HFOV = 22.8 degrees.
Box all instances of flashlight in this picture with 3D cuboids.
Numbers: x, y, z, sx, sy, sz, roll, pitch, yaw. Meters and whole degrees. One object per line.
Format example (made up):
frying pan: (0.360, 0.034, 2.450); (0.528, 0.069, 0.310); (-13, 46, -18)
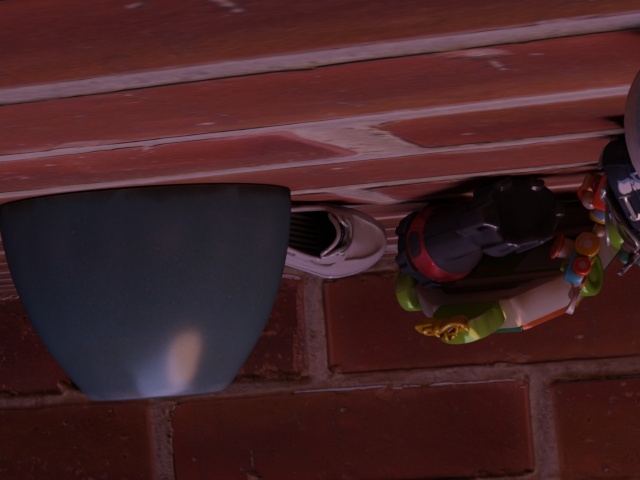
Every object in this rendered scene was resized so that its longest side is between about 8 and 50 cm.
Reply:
flashlight: (0.173, -0.011, 1.738); (0.103, 0.103, 0.304); (37, 163, -9)

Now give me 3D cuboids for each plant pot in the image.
plant pot: (-0.168, 0.057, 1.571); (0.290, 0.196, 0.290); (-4, 177, 0)

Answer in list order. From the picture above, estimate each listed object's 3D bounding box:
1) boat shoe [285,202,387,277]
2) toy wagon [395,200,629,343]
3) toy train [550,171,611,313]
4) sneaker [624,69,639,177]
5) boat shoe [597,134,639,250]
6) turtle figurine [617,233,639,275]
boat shoe: (0.000, 0.000, 1.762); (0.226, 0.083, 0.075); (0, 176, -40)
toy wagon: (0.223, 0.045, 1.922); (0.267, 0.068, 0.344); (-7, -156, 37)
toy train: (0.264, -0.016, 1.587); (0.046, 0.166, 0.125); (23, -154, 10)
sneaker: (0.348, -0.052, 0.856); (0.365, 0.135, 0.150); (-3, 180, -30)
boat shoe: (0.265, -0.041, 1.280); (0.079, 0.095, 0.254); (-6, 175, 10)
turtle figurine: (0.404, -0.022, 1.624); (0.175, 0.118, 0.234); (11, -160, 30)
